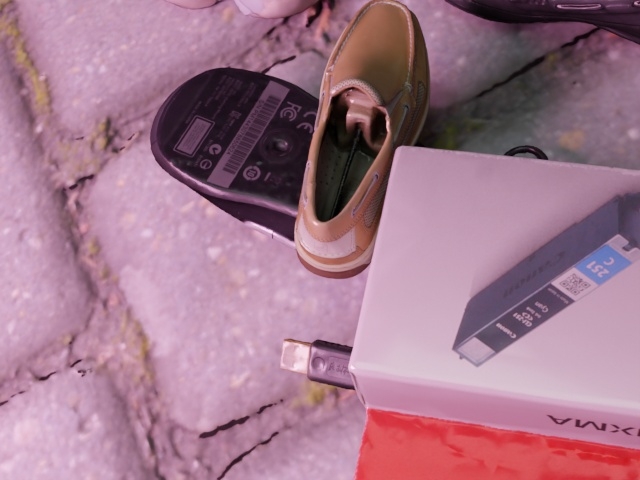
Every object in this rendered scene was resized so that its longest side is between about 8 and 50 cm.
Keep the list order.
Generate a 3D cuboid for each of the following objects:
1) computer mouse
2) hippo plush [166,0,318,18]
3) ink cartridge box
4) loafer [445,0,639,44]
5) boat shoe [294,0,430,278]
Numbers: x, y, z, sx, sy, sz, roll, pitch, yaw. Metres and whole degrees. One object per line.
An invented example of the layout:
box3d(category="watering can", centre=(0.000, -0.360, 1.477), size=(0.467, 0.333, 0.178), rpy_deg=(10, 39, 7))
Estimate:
box3d(category="computer mouse", centre=(0.000, 0.000, 0.746), size=(0.262, 0.060, 0.184), rpy_deg=(17, 66, 16))
box3d(category="hippo plush", centre=(-0.052, -0.327, 0.834), size=(0.234, 0.236, 0.294), rpy_deg=(-4, 62, 19))
box3d(category="ink cartridge box", centre=(0.161, 0.092, 0.600), size=(0.296, 0.066, 0.261), rpy_deg=(7, 65, 13))
box3d(category="loafer", centre=(0.156, -0.177, 0.767), size=(0.223, 0.078, 0.076), rpy_deg=(20, 71, 29))
box3d(category="boat shoe", centre=(0.027, -0.074, 0.707), size=(0.068, 0.072, 0.190), rpy_deg=(5, 62, 9))
